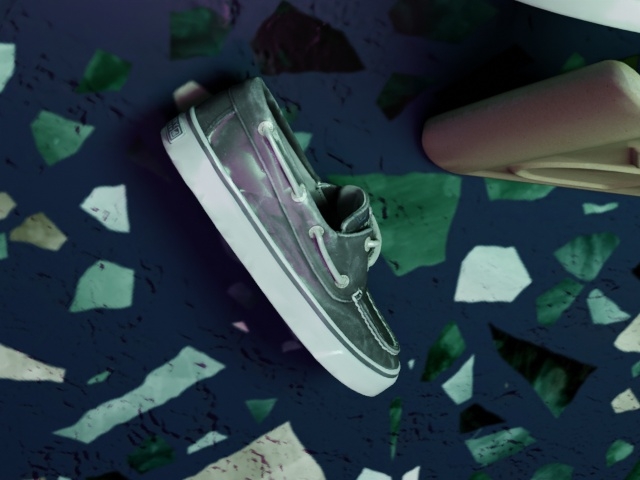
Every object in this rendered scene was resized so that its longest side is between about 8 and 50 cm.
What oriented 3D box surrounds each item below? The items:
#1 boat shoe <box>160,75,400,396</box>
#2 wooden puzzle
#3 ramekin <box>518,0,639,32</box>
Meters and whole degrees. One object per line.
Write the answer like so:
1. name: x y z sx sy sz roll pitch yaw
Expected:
1. boat shoe: 0.000 0.000 0.995 0.102 0.108 0.301 -31 117 10
2. wooden puzzle: 0.288 -0.074 0.918 0.348 0.322 0.080 11 84 -17
3. ramekin: 0.198 -0.212 0.839 0.207 0.207 0.109 6 113 -16
